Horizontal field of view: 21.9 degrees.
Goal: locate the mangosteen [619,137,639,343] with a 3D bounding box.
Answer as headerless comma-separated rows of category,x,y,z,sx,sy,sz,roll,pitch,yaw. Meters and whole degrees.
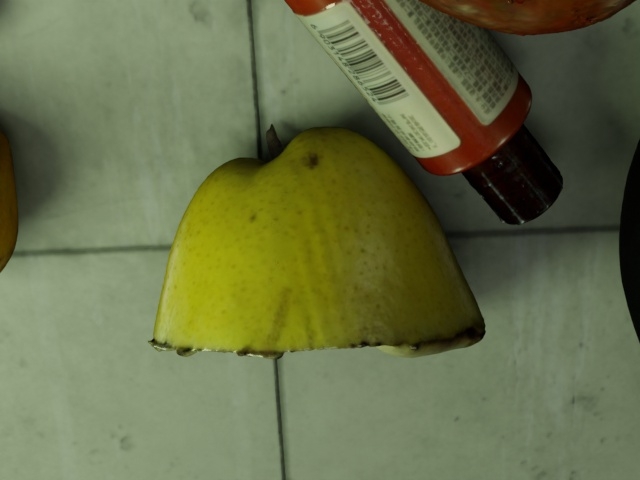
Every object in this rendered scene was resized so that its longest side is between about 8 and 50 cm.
mangosteen,0.423,0.010,1.153,0.382,0.435,0.382,-10,105,-40

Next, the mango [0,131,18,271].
mango,-0.350,-0.007,1.269,0.236,0.136,0.166,3,138,-36

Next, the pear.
pear,-0.002,0.000,1.289,0.267,0.267,0.178,0,98,-1

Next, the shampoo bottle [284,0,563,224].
shampoo bottle,0.086,-0.123,1.245,0.104,0.104,0.278,-33,116,18

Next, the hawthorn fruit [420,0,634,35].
hawthorn fruit,0.121,-0.279,1.053,0.316,0.316,0.316,0,122,-1
